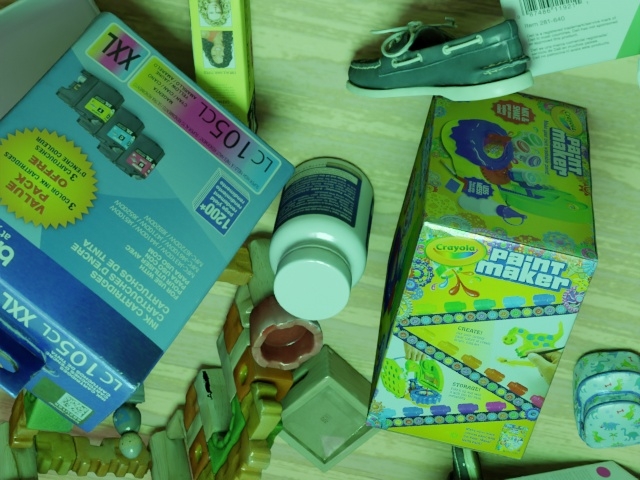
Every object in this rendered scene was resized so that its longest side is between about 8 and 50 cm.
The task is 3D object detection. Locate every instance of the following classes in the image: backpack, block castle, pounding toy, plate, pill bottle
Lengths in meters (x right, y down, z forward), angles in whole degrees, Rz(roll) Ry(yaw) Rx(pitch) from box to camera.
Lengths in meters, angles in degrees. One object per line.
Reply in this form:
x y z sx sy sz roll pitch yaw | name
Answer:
0.368 0.200 1.725 0.105 0.084 0.114 -7 122 10 | backpack
-0.208 0.207 1.668 0.303 0.213 0.453 8 130 -26 | block castle
-0.012 0.214 1.791 0.141 0.100 0.130 -40 113 18 | pounding toy
-0.317 -0.146 1.590 0.278 0.045 0.277 -20 120 21 | plate
0.000 0.000 1.565 0.112 0.186 0.112 4 126 5 | pill bottle

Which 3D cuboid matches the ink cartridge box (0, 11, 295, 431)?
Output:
-0.241 -0.003 1.377 0.270 0.395 0.151 39 143 -8 | ink cartridge box

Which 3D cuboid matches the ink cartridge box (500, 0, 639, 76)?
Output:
0.262 -0.320 1.341 0.201 0.117 0.278 -10 124 15 | ink cartridge box

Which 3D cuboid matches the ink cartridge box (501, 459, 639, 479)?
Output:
0.291 0.384 1.829 0.371 0.069 0.176 -3 130 -23 | ink cartridge box

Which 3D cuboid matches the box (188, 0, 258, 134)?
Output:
-0.104 -0.204 1.495 0.058 0.087 0.232 1 125 4 | box

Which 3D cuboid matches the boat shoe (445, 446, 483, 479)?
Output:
0.189 0.361 1.868 0.073 0.080 0.223 -7 129 6 | boat shoe

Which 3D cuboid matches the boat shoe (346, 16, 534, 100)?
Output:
0.113 -0.188 1.427 0.095 0.254 0.079 -19 106 -30 | boat shoe

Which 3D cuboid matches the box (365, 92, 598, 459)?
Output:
0.173 0.025 1.497 0.177 0.290 0.279 13 126 -1 | box

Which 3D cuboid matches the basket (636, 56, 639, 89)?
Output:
0.527 -0.067 1.291 0.331 0.328 0.266 -25 157 39 | basket
